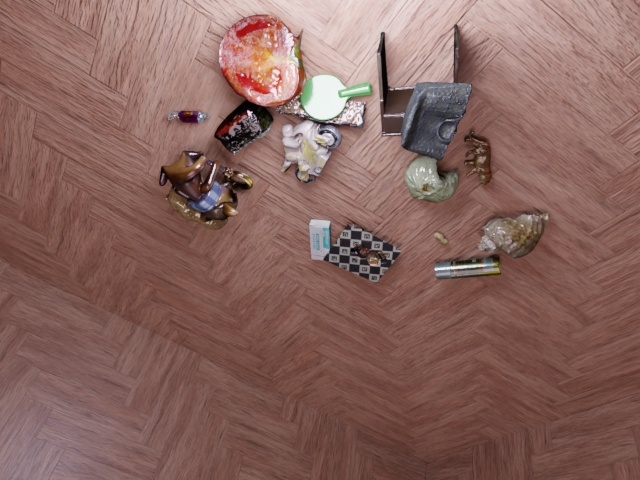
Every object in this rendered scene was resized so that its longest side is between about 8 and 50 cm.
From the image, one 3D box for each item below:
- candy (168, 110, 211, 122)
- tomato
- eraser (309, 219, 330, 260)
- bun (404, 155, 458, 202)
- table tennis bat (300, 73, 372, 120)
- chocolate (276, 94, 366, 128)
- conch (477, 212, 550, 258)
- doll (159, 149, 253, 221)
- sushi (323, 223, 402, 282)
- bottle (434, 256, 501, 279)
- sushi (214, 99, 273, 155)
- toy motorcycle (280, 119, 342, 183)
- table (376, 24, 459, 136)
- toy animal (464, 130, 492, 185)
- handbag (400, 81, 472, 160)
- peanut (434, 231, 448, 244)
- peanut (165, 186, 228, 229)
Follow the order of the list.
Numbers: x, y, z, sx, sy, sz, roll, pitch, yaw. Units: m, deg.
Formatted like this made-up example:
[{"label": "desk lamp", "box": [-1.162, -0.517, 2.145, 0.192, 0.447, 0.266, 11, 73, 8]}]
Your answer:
[{"label": "candy", "box": [-0.520, -0.492, 1.894, 0.175, 0.045, 0.043, 6, 148, 11]}, {"label": "tomato", "box": [-0.179, -0.594, 1.616, 0.309, 0.170, 0.309, 3, 99, 17]}, {"label": "eraser", "box": [0.000, 0.000, 2.238, 0.095, 0.052, 0.225, 5, 134, 7]}, {"label": "bun", "box": [0.432, -0.227, 1.845, 0.212, 0.126, 0.204, 11, 138, 3]}, {"label": "table tennis bat", "box": [0.055, -0.517, 1.689, 0.257, 0.039, 0.160, -9, 100, 9]}, {"label": "chocolate", "box": [0.005, -0.482, 1.746, 0.329, 0.065, 0.102, 11, 100, 3]}, {"label": "conch", "box": [0.796, -0.007, 1.942, 0.291, 0.159, 0.210, -19, 125, 28]}, {"label": "doll", "box": [-0.488, -0.237, 2.025, 0.318, 0.209, 0.340, -23, 127, 30]}, {"label": "sushi", "box": [0.198, 0.051, 2.233, 0.290, 0.050, 0.264, 25, 128, -9]}, {"label": "bottle", "box": [0.668, 0.128, 2.166, 0.286, 0.082, 0.082, -7, 132, 21]}, {"label": "sushi", "box": [-0.293, -0.437, 1.826, 0.225, 0.136, 0.126, -31, 123, 28]}, {"label": "toy motorcycle", "box": [-0.064, -0.357, 1.855, 0.223, 0.108, 0.340, 31, 144, -4]}, {"label": "table", "box": [0.319, -0.512, 1.541, 0.250, 0.196, 0.282, 2, 134, 15]}, {"label": "toy animal", "box": [0.591, -0.306, 1.779, 0.099, 0.057, 0.241, -6, 131, 11]}, {"label": "handbag", "box": [0.351, -0.376, 1.482, 0.175, 0.088, 0.270, 10, 133, -5]}, {"label": "peanut", "box": [0.534, -0.006, 2.102, 0.037, 0.037, 0.083, -29, 126, 36]}, {"label": "peanut", "box": [-0.567, -0.150, 2.185, 0.291, 0.143, 0.159, 29, 166, -22]}]
